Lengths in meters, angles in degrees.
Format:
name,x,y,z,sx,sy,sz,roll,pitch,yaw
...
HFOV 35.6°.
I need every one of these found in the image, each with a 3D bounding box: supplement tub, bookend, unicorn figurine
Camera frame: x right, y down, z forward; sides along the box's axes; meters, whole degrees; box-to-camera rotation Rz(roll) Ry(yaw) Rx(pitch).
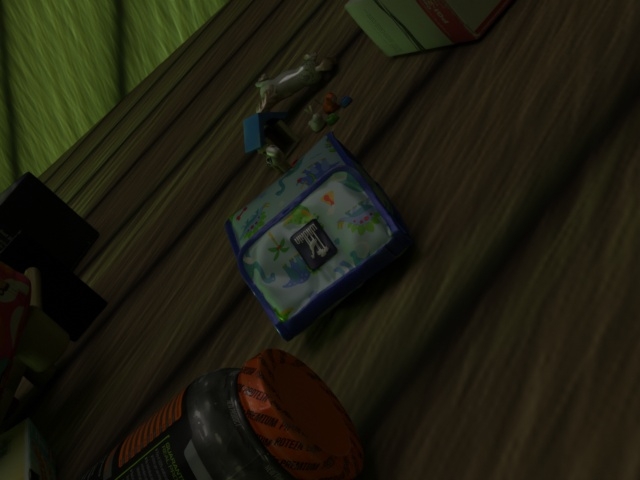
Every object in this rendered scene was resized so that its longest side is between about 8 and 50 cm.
name,x,y,z,sx,sy,sz,roll,pitch,yaw
supplement tub,-0.073,0.157,0.602,0.190,0.117,0.117,-40,20,16
bookend,-0.401,0.062,1.419,0.072,0.157,0.156,-51,20,-17
unicorn figurine,-0.049,-0.210,1.377,0.162,0.060,0.111,-42,19,13

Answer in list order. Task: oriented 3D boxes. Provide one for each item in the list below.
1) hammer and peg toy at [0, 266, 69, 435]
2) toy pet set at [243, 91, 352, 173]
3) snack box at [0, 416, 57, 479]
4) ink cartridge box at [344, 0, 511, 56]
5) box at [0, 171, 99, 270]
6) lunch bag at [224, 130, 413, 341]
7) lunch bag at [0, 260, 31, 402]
name,x,y,z,sx,sy,sz,roll,pitch,yaw
hammer and peg toy,-0.424,0.198,1.241,0.361,0.127,0.266,-38,20,13
toy pet set,-0.042,-0.143,1.221,0.122,0.065,0.114,-54,21,-24
snack box,-0.330,0.284,0.904,0.187,0.060,0.322,-32,17,-9
ink cartridge box,0.142,-0.297,1.111,0.158,0.092,0.218,-49,18,-11
box,-0.596,0.075,1.769,0.296,0.183,0.294,-28,25,42
lunch bag,0.000,0.000,0.817,0.129,0.096,0.151,-40,34,9
lunch bag,-0.451,0.151,1.064,0.258,0.120,0.293,-27,37,24
